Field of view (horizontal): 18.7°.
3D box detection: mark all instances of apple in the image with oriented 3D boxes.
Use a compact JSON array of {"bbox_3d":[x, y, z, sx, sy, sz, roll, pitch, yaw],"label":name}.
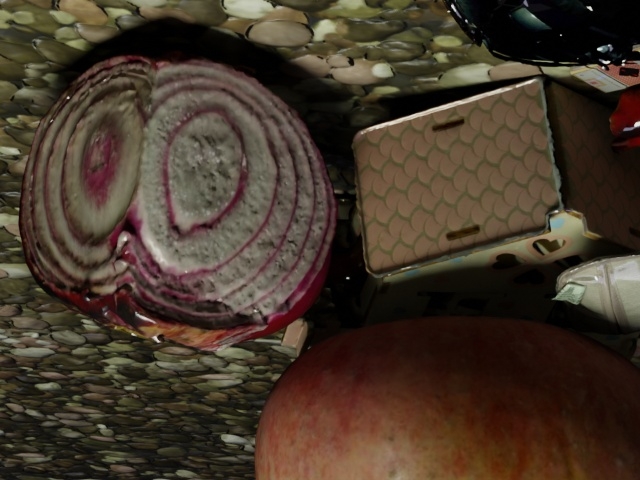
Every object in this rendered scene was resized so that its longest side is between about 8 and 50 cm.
[{"bbox_3d":[0.119,0.210,1.500,0.345,0.269,0.345,-1,160,-1],"label":"apple"}]

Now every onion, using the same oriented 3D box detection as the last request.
[{"bbox_3d":[-0.107,-0.025,1.487,0.206,0.216,0.207,16,173,-36],"label":"onion"}]

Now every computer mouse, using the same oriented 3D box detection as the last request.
[{"bbox_3d":[0.148,-0.158,1.250,0.146,0.077,0.242,-11,155,41],"label":"computer mouse"}]

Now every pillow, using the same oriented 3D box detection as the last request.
[{"bbox_3d":[0.289,0.024,1.439,0.233,0.038,0.130,-14,151,12],"label":"pillow"}]

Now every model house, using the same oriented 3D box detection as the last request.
[{"bbox_3d":[0.138,-0.023,1.532,0.326,0.169,0.244,3,153,-9],"label":"model house"}]

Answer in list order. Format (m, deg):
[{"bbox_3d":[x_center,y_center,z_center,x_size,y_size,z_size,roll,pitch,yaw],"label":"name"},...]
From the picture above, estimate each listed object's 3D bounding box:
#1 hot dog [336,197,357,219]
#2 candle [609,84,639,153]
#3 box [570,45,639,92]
[{"bbox_3d":[0.000,0.000,1.743,0.253,0.069,0.131,1,151,-1],"label":"hot dog"},{"bbox_3d":[0.356,-0.094,1.410,0.302,0.059,0.084,-9,124,23],"label":"candle"},{"bbox_3d":[0.228,-0.128,1.410,0.083,0.012,0.046,-16,153,42],"label":"box"}]
